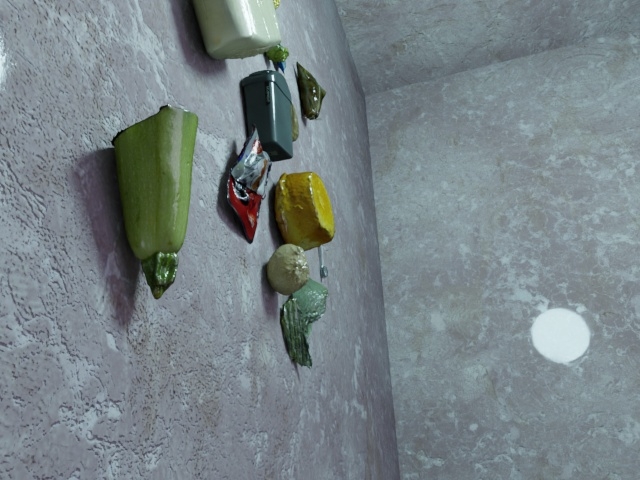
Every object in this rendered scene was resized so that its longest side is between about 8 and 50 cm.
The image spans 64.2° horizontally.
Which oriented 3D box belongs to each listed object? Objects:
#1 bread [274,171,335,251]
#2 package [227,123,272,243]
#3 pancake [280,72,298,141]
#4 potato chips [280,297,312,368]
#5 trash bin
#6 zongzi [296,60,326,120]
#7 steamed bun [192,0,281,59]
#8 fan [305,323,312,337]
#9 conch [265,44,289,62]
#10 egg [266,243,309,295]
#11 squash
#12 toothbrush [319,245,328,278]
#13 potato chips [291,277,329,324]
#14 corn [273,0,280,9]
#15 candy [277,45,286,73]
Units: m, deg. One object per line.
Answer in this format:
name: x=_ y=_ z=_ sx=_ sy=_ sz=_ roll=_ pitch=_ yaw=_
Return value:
bread: x=-0.050 y=-0.092 z=1.533 sx=0.268 sy=0.145 sz=0.269 roll=-14 pitch=90 yaw=-77
package: x=-0.176 y=-0.149 z=1.259 sx=0.194 sy=0.071 sz=0.270 roll=56 pitch=40 yaw=-53
pancake: x=-0.116 y=-0.451 z=1.722 sx=0.222 sy=0.042 sz=0.237 roll=-61 pitch=140 yaw=-73
potato chips: x=-0.071 y=0.265 z=1.412 sx=0.091 sy=0.028 sz=0.208 roll=-15 pitch=98 yaw=-49
trash bin: x=-0.145 y=-0.358 z=1.443 sx=0.176 sy=0.101 sz=0.237 roll=33 pitch=52 yaw=-73
zongzi: x=-0.057 y=-0.579 z=1.993 sx=0.184 sy=0.084 sz=0.187 roll=49 pitch=36 yaw=-38
steamed bun: x=-0.206 y=-0.532 z=1.205 sx=0.250 sy=0.154 sz=0.200 roll=-42 pitch=118 yaw=-66
fan: x=-0.042 y=0.205 z=1.632 sx=0.131 sy=0.009 sz=0.240 roll=63 pitch=22 yaw=-55
conch: x=-0.147 y=-0.627 z=1.654 sx=0.121 sy=0.074 sz=0.089 roll=60 pitch=-13 yaw=12
egg: x=-0.084 y=0.078 z=1.337 sx=0.118 sy=0.116 sz=0.140 roll=-56 pitch=160 yaw=-76
squash: x=-0.266 y=-0.057 z=0.794 sx=0.137 sy=0.137 sz=0.288 roll=1 pitch=94 yaw=-75
toothbrush: x=0.000 y=0.000 z=1.895 sx=0.024 sy=0.026 sz=0.288 roll=6 pitch=68 yaw=-32
potato chips: x=-0.041 y=0.163 z=1.552 sx=0.167 sy=0.059 sz=0.228 roll=51 pitch=28 yaw=-25
corn: x=-0.190 y=-0.870 z=1.642 sx=0.081 sy=0.081 sz=0.249 roll=-70 pitch=148 yaw=-63
candy: x=-0.141 y=-0.651 z=1.774 sx=0.088 sy=0.038 sz=0.136 roll=69 pitch=8 yaw=-47
